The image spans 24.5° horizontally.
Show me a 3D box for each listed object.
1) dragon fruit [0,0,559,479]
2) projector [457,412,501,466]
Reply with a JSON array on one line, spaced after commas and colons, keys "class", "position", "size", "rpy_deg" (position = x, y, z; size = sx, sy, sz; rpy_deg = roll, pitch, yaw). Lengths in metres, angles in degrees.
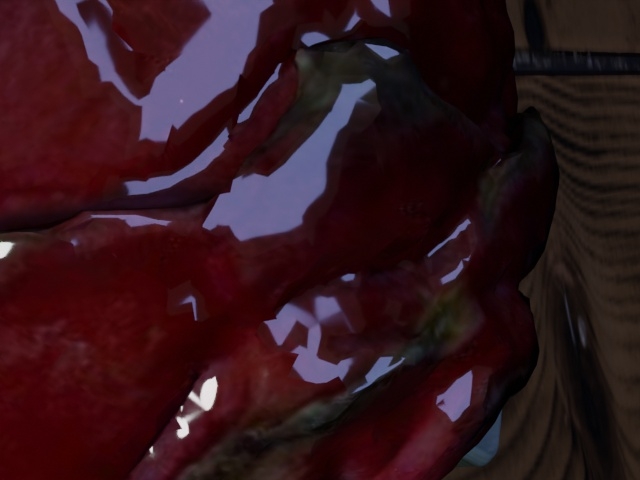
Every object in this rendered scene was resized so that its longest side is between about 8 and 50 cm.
[{"class": "dragon fruit", "position": [-0.077, -0.020, 0.492], "size": [0.329, 0.329, 0.329], "rpy_deg": [15, 71, -52]}, {"class": "projector", "position": [0.000, 0.000, 0.782], "size": [0.257, 0.099, 0.192], "rpy_deg": [31, 60, -46]}]
